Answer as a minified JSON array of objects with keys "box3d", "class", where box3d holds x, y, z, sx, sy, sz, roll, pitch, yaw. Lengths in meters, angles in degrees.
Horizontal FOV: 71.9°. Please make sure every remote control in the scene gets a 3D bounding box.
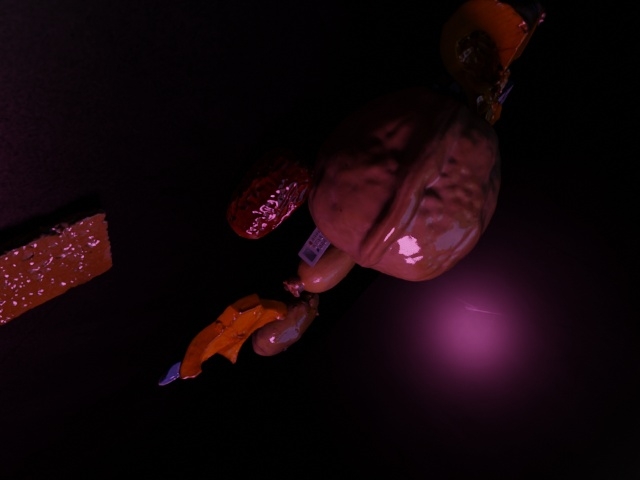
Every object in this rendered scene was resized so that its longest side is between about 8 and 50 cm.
[{"box3d":[0.000,0.000,1.268,0.162,0.061,0.029,-54,165,28],"class":"remote control"}]

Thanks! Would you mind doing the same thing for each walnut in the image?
[{"box3d":[0.165,-0.111,0.871,0.381,0.381,0.381,-42,164,-15],"class":"walnut"}]

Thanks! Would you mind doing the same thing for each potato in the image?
[{"box3d":[-0.114,0.287,1.545,0.296,0.141,0.191,-43,167,-20],"class":"potato"}]

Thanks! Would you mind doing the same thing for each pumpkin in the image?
[{"box3d":[-0.237,0.253,1.219,0.258,0.095,0.290,-46,163,4],"class":"pumpkin"},{"box3d":[0.372,-0.375,0.909,0.190,0.280,0.139,-11,-154,47],"class":"pumpkin"}]

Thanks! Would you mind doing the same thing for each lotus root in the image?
[{"box3d":[0.025,0.073,1.382,0.303,0.131,0.146,-40,162,-21],"class":"lotus root"}]

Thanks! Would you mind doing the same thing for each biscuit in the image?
[{"box3d":[-0.361,0.047,0.513,0.237,0.026,0.131,-34,158,-36],"class":"biscuit"}]

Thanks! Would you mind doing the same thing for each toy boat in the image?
[{"box3d":[-0.399,0.359,1.205,0.105,0.034,0.149,-38,175,-38],"class":"toy boat"}]

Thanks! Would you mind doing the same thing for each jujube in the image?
[{"box3d":[-0.088,-0.078,0.761,0.112,0.109,0.176,29,110,-39],"class":"jujube"}]

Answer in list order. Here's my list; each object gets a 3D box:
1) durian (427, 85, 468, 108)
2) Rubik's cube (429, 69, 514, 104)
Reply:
[{"box3d":[0.276,-0.246,1.082,0.236,0.200,0.176,95,16,-57],"class":"durian"},{"box3d":[0.381,-0.368,1.168,0.151,0.155,0.154,-43,165,-19],"class":"Rubik's cube"}]
